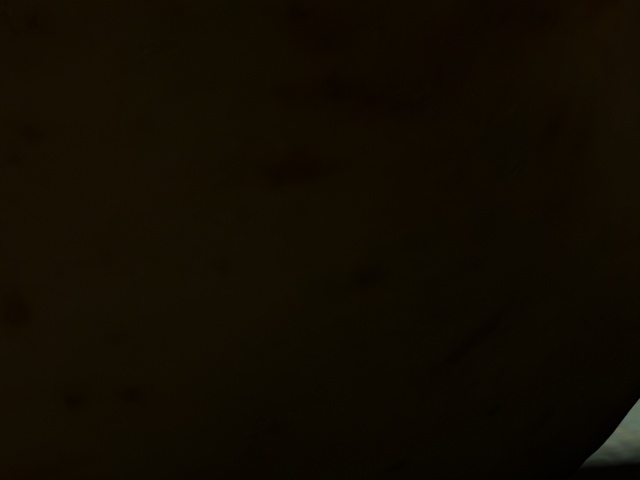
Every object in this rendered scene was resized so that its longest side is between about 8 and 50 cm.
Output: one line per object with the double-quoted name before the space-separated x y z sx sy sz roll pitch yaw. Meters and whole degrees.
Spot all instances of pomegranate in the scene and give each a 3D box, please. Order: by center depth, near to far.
"pomegranate" -0.020 -0.074 0.510 0.410 0.410 0.410 -16 2 1
